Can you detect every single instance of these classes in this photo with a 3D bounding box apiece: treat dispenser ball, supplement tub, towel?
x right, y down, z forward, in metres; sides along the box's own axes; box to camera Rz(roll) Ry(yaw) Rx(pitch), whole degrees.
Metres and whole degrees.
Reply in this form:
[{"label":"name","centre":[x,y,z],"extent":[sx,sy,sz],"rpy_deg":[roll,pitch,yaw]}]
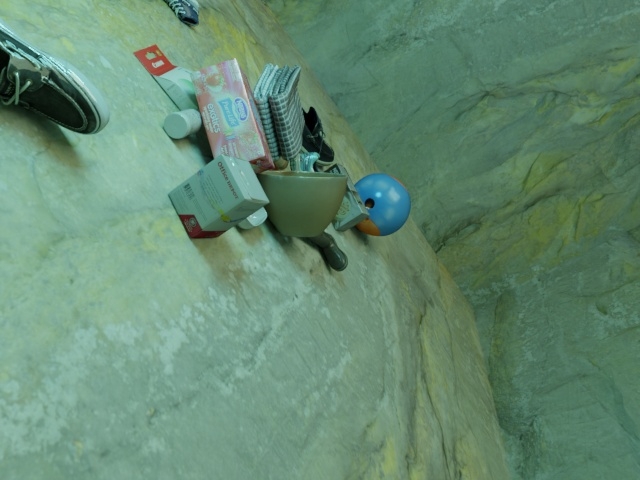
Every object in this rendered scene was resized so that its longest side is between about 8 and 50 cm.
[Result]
[{"label":"treat dispenser ball","centre":[0.265,-0.162,2.451],"extent":[0.288,0.288,0.288],"rpy_deg":[49,22,-27]},{"label":"supplement tub","centre":[-0.369,-0.317,1.457],"extent":[0.071,0.071,0.107],"rpy_deg":[55,20,-9]},{"label":"towel","centre":[-0.122,-0.428,1.778],"extent":[0.283,0.121,0.235],"rpy_deg":[-79,161,-49]}]

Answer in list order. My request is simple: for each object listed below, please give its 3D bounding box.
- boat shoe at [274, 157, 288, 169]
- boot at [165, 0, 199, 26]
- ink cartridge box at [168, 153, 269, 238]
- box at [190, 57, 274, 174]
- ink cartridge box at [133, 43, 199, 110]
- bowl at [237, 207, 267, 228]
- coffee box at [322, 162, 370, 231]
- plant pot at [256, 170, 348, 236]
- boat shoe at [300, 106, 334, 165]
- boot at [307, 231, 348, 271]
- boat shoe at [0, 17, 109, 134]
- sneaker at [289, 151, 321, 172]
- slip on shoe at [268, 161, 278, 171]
[{"label":"boat shoe","centre":[-0.187,-0.413,1.995],"extent":[0.110,0.122,0.341],"rpy_deg":[37,38,-56]},{"label":"boot","centre":[-0.506,-0.841,1.920],"extent":[0.190,0.069,0.086],"rpy_deg":[9,71,-52]},{"label":"ink cartridge box","centre":[-0.240,-0.103,1.292],"extent":[0.128,0.176,0.127],"rpy_deg":[62,20,10]},{"label":"box","centre":[-0.250,-0.339,1.545],"extent":[0.154,0.142,0.299],"rpy_deg":[45,28,-81]},{"label":"ink cartridge box","centre":[-0.428,-0.489,1.602],"extent":[0.224,0.056,0.181],"rpy_deg":[54,20,-19]},{"label":"bowl","centre":[-0.222,-0.097,1.516],"extent":[0.142,0.053,0.142],"rpy_deg":[56,19,-7]},{"label":"coffee box","centre":[0.084,-0.178,2.253],"extent":[0.098,0.141,0.246],"rpy_deg":[11,51,-64]},{"label":"plant pot","centre":[-0.060,-0.115,1.686],"extent":[0.284,0.284,0.190],"rpy_deg":[-32,126,-71]},{"label":"boat shoe","centre":[-0.061,-0.487,2.345],"extent":[0.500,0.156,0.186],"rpy_deg":[38,26,-48]},{"label":"boot","centre":[-0.001,0.002,1.876],"extent":[0.189,0.076,0.208],"rpy_deg":[55,7,38]},{"label":"boat shoe","centre":[-0.546,-0.293,0.959],"extent":[0.335,0.121,0.119],"rpy_deg":[37,34,-23]},{"label":"sneaker","centre":[-0.022,-0.189,1.976],"extent":[0.110,0.122,0.282],"rpy_deg":[-66,140,-71]},{"label":"slip on shoe","centre":[-0.227,-0.357,1.822],"extent":[0.331,0.101,0.123],"rpy_deg":[62,18,4]}]
